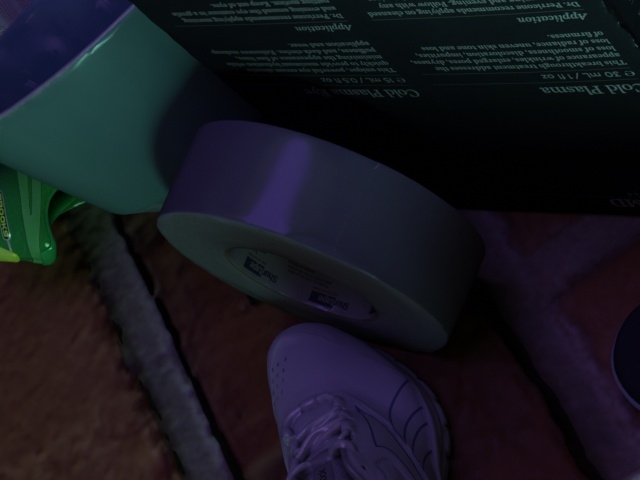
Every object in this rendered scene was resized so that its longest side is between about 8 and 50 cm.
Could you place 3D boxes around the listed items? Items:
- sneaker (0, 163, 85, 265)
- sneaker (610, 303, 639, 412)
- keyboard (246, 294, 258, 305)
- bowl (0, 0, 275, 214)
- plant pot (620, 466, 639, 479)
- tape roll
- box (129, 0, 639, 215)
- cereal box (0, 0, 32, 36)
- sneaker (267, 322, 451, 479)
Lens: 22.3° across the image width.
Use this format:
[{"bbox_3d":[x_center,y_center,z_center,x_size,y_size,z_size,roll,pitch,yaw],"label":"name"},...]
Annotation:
[{"bbox_3d":[-0.211,-0.097,1.431,0.124,0.109,0.295,24,66,6],"label":"sneaker"},{"bbox_3d":[0.299,0.064,0.936,0.321,0.127,0.126,6,69,40],"label":"sneaker"},{"bbox_3d":[-0.049,-0.034,1.314,0.108,0.023,0.180,-25,51,22],"label":"keyboard"},{"bbox_3d":[-0.125,-0.140,1.268,0.311,0.163,0.311,-37,22,18],"label":"bowl"},{"bbox_3d":[0.229,0.201,0.865,0.201,0.180,0.201,-18,54,27],"label":"plant pot"},{"bbox_3d":[0.000,0.000,1.123,0.219,0.219,0.072,12,72,40],"label":"tape roll"},{"bbox_3d":[0.106,-0.163,1.081,0.343,0.312,0.178,4,66,37],"label":"box"},{"bbox_3d":[-0.240,-0.233,1.489,0.240,0.047,0.173,-32,8,17],"label":"cereal box"},{"bbox_3d":[0.029,0.156,1.072,0.111,0.129,0.297,-41,46,11],"label":"sneaker"}]
